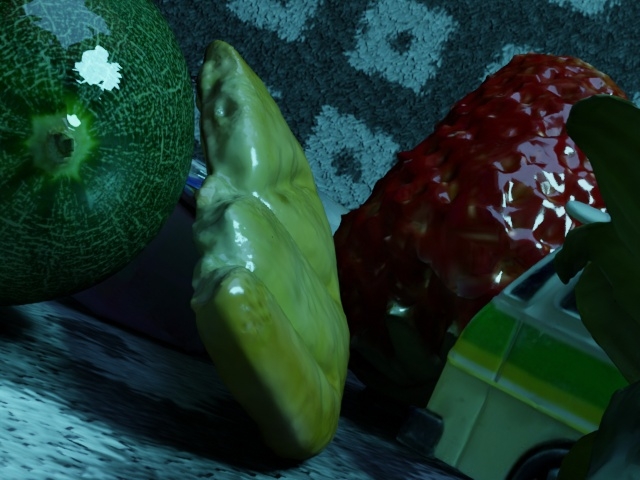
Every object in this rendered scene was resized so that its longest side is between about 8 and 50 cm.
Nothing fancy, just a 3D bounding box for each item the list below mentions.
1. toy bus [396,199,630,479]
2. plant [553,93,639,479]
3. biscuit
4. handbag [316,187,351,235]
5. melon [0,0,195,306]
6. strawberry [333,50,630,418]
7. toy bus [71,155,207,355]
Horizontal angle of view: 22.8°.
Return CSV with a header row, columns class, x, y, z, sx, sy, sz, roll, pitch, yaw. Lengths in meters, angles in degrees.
class,x,y,z,sx,sy,sz,roll,pitch,yaw
toy bus,0.204,0.095,0.714,0.305,0.179,0.143,26,5,38
plant,0.143,0.046,0.444,0.297,0.261,0.306,22,14,-33
biscuit,-0.023,0.014,0.780,0.299,0.045,0.154,-97,165,-60
handbag,0.000,0.000,1.519,0.173,0.095,0.117,24,-1,-30
melon,-0.154,-0.060,0.743,0.182,0.182,0.287,21,5,-26
strawberry,0.116,-0.005,0.955,0.205,0.244,0.205,18,-27,9
toy bus,-0.081,0.005,0.989,0.112,0.090,0.274,33,6,7
